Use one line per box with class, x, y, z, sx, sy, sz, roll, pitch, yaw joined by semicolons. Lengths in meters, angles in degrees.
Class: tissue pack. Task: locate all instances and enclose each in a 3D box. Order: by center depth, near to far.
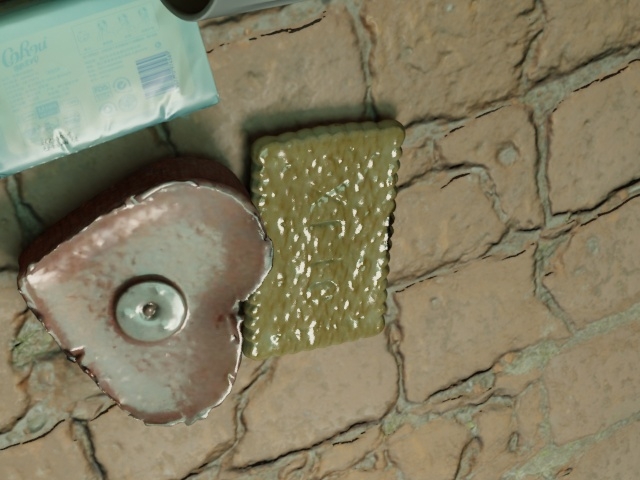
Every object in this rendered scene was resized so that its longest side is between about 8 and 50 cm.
tissue pack;-0.258;-0.191;1.309;0.263;0.089;0.177;-21;121;-12

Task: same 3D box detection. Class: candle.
candle;-0.218;0.055;1.451;0.287;0.131;0.317;4;110;-17

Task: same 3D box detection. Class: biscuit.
biscuit;0.000;0.000;1.570;0.217;0.044;0.325;-10;121;-22

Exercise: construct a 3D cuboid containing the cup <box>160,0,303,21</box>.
cup;-0.022;-0.401;1.222;0.326;0.237;0.323;-18;84;-26
